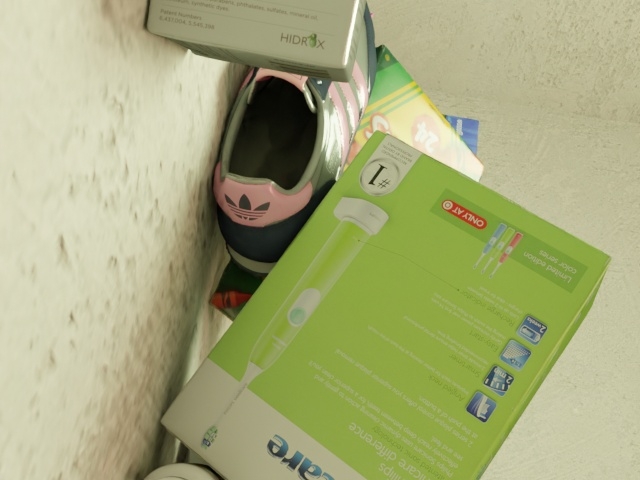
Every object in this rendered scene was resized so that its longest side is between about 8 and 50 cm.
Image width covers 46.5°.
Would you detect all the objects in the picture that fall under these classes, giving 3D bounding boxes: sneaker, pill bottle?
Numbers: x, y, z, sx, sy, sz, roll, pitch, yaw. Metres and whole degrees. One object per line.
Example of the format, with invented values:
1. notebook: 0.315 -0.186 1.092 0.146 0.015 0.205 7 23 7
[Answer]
1. sneaker: -0.014 -0.134 0.641 0.131 0.112 0.318 84 15 -64
2. pill bottle: -0.095 0.187 0.514 0.116 0.065 0.065 92 8 -73

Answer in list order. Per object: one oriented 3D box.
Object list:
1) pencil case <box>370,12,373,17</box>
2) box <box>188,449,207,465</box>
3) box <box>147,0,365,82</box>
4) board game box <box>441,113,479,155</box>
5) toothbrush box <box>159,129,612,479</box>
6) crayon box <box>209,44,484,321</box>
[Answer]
1. pencil case: 0.014 -0.247 1.154 0.104 0.105 0.236 -78 178 -48
2. box: -0.019 0.242 0.670 0.119 0.181 0.181 77 7 -60
3. box: -0.025 -0.137 0.394 0.101 0.102 0.087 -65 166 -81
4. board game box: 0.104 -0.095 1.289 0.066 0.318 0.318 96 4 -60
5. toothbrush box: 0.054 0.091 0.578 0.283 0.206 0.122 -54 158 -11
6. crayon box: 0.044 -0.015 0.768 0.081 0.202 0.318 -7 -131 48
